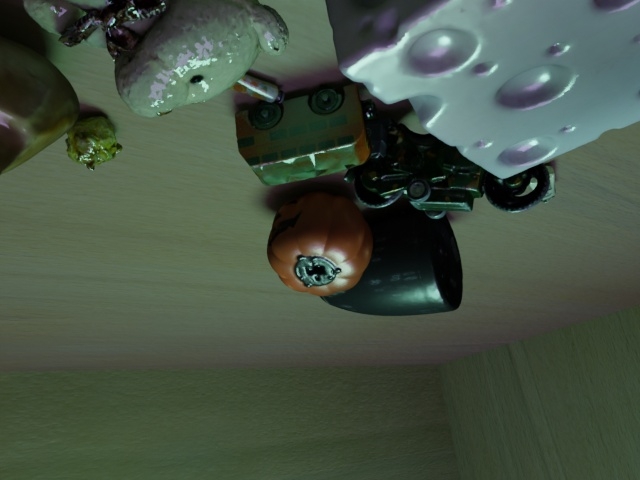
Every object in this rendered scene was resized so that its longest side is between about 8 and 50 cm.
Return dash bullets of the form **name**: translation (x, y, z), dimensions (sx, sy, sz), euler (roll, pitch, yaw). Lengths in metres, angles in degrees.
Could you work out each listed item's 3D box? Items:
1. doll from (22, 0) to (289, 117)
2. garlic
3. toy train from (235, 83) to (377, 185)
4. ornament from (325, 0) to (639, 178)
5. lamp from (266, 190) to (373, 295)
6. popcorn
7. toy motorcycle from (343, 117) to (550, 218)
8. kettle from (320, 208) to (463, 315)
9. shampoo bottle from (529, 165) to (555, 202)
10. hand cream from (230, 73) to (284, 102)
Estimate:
- **doll**: translation (-0.173, -0.208, 0.463), dimensions (0.278, 0.149, 0.175), euler (32, 170, -40)
- **garlic**: translation (-0.391, -0.099, 0.572), dimensions (0.339, 0.196, 0.151), euler (-20, 140, 32)
- **toy train**: translation (-0.018, -0.137, 0.718), dimensions (0.188, 0.099, 0.072), euler (-11, 157, 9)
- **ornament**: translation (0.156, -0.222, 0.383), dimensions (0.240, 0.239, 0.240), euler (-24, 154, 35)
- **lamp**: translation (0.000, 0.000, 0.984), dimensions (0.188, 0.163, 0.187), euler (4, 135, 4)
- **popcorn**: translation (-0.289, -0.125, 0.713), dimensions (0.060, 0.068, 0.083), euler (35, -178, 2)
- **toy motorcycle**: translation (0.163, -0.128, 0.743), dimensions (0.275, 0.186, 0.125), euler (2, 166, 29)
- **kettle**: translation (0.133, 0.053, 1.147), dimensions (0.291, 0.207, 0.268), euler (-14, -174, 28)
- **shampoo bottle**: translation (0.419, -0.100, 1.046), dimensions (0.049, 0.034, 0.141), euler (-24, 155, 18)
- **hand cream**: translation (-0.092, -0.189, 0.671), dimensions (0.102, 0.022, 0.035), euler (12, 156, -31)
